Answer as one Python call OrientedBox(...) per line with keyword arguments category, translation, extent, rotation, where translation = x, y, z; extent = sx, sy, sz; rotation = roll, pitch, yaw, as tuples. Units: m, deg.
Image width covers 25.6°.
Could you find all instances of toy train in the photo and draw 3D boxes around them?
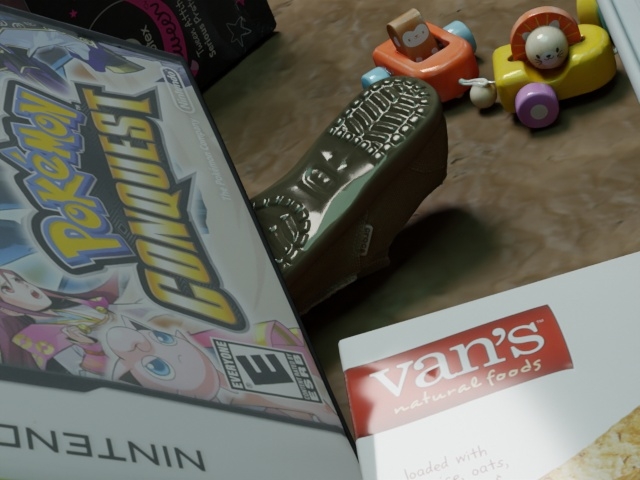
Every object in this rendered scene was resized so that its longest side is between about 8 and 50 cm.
OrientedBox(category="toy train", translation=(0.101, -0.109, 0.656), extent=(0.166, 0.046, 0.125), rotation=(-30, 33, -9))

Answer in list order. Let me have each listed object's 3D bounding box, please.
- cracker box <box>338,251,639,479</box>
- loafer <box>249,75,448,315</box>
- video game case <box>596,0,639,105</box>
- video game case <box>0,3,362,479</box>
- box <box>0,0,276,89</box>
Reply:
OrientedBox(category="cracker box", translation=(0.098, 0.096, 0.320), extent=(0.156, 0.067, 0.232), rotation=(-18, 37, 5))
OrientedBox(category="loafer", translation=(0.000, 0.000, 0.564), extent=(0.148, 0.050, 0.056), rotation=(-43, 41, -1))
OrientedBox(category="video game case", translation=(0.163, -0.022, 0.382), extent=(0.023, 0.201, 0.183), rotation=(-57, 19, 29))
OrientedBox(category="video game case", translation=(-0.127, -0.010, 0.457), extent=(0.035, 0.248, 0.275), rotation=(-59, 35, 28))
OrientedBox(category="box", translation=(-0.163, -0.187, 0.749), extent=(0.163, 0.247, 0.142), rotation=(15, 48, 45))
